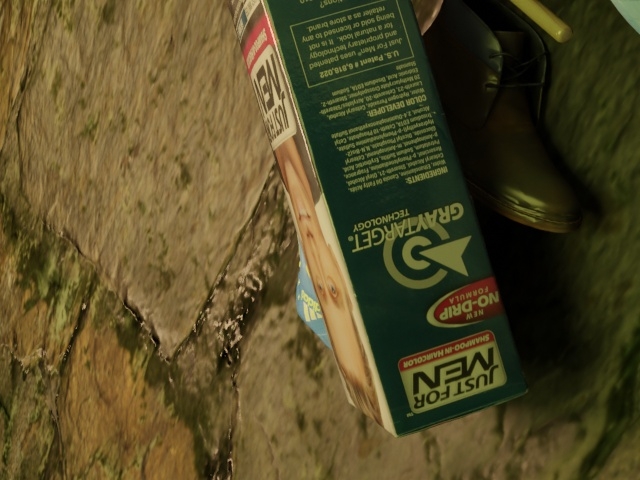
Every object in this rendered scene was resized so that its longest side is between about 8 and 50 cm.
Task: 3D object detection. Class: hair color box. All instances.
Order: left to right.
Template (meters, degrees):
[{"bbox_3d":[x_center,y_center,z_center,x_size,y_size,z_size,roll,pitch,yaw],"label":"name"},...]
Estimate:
[{"bbox_3d":[0.033,-0.043,0.817,0.174,0.105,0.347,174,78,-81],"label":"hair color box"}]

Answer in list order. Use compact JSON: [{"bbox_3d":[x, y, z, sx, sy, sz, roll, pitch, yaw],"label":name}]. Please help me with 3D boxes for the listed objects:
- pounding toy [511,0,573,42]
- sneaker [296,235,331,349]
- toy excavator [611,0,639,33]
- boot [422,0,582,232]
[{"bbox_3d":[0.177,-0.224,0.729,0.206,0.094,0.181,-20,82,63],"label":"pounding toy"},{"bbox_3d":[0.000,0.000,0.990,0.126,0.091,0.240,-43,60,48],"label":"sneaker"},{"bbox_3d":[0.182,-0.235,0.418,0.222,0.445,0.433,5,85,54],"label":"toy excavator"},{"bbox_3d":[0.131,-0.102,0.806,0.219,0.082,0.106,52,135,41],"label":"boot"}]
